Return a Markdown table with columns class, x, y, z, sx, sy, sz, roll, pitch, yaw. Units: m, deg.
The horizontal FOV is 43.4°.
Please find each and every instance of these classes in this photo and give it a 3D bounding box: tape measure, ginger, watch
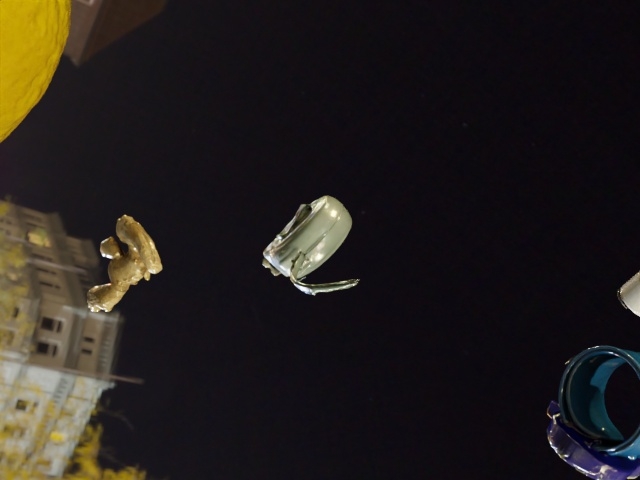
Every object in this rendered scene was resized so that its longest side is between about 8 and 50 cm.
| class | x | y | z | sx | sy | sz | roll | pitch | yaw |
| --- | --- | --- | --- | --- | --- | --- | --- | --- | --- |
| tape measure | -0.001 | 0.000 | 1.205 | 0.164 | 0.084 | 0.330 | -53 | -167 | -9 |
| ginger | -0.407 | 0.049 | 1.624 | 0.259 | 0.065 | 0.149 | -39 | -117 | 39 |
| watch | 0.457 | 0.260 | 1.258 | 0.196 | 0.171 | 0.200 | 45 | -62 | 43 |

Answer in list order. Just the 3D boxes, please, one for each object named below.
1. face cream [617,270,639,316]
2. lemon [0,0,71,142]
| class | x | y | z | sx | sy | sz | roll | pitch | yaw |
| --- | --- | --- | --- | --- | --- | --- | --- | --- | --- |
| face cream | 0.473 | 0.007 | 0.995 | 0.243 | 0.092 | 0.058 | -52 | -133 | 34 |
| lemon | -0.217 | -0.122 | 0.369 | 0.257 | 0.188 | 0.188 | 33 | -78 | 38 |
